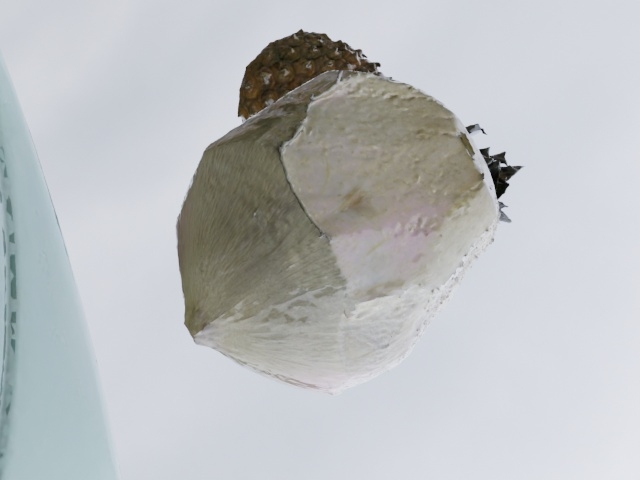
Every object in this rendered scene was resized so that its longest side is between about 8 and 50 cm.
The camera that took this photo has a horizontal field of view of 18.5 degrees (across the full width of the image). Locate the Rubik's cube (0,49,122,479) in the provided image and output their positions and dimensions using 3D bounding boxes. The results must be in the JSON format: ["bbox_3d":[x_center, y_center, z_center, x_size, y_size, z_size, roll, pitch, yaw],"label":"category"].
[{"bbox_3d":[-0.329,0.081,0.865,0.352,0.347,0.351,1,-153,32],"label":"Rubik's cube"}]

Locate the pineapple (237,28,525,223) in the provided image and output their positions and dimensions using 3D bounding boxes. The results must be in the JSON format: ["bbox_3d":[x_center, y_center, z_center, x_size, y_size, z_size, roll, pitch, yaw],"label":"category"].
[{"bbox_3d":[0.051,-0.087,1.627,0.251,0.125,0.125,29,-111,26],"label":"pineapple"}]

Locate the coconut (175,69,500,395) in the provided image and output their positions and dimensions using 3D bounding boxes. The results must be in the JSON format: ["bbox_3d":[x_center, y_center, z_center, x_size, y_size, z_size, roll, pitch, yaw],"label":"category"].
[{"bbox_3d":[0.000,0.000,0.707,0.124,0.110,0.110,-41,-165,-32],"label":"coconut"}]
